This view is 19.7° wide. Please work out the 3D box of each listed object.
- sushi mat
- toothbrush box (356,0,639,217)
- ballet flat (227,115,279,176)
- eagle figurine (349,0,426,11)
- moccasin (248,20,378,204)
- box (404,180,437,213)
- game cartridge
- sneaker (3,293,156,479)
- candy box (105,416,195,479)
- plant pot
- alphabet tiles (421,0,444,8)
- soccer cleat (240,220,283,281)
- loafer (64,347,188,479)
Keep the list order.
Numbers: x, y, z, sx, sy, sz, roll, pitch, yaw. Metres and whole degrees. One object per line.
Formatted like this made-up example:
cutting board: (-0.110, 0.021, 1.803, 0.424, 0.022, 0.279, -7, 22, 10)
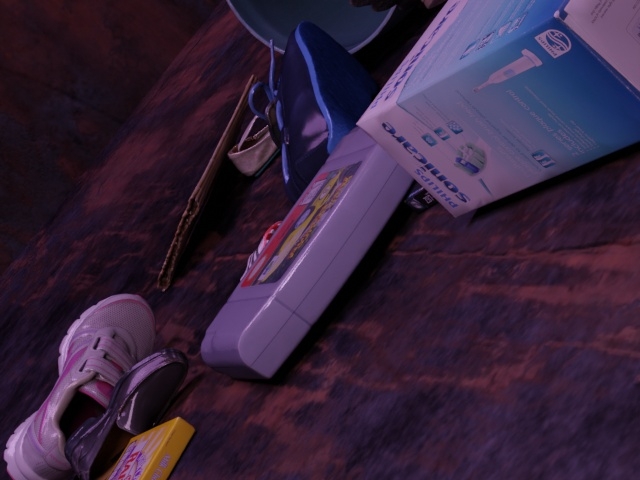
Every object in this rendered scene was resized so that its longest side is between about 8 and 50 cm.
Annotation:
sushi mat: (-0.142, -0.078, 2.380, 0.316, 0.019, 0.151, -69, 4, -54)
toothbrush box: (0.191, -0.162, 1.451, 0.216, 0.126, 0.295, -54, 16, -28)
ballet flat: (-0.050, -0.149, 2.303, 0.168, 0.052, 0.057, -47, 15, 12)
eagle figurine: (0.133, -0.334, 1.772, 0.225, 0.226, 0.298, 35, 99, 52)
moccasin: (-0.017, -0.145, 2.030, 0.117, 0.138, 0.342, -50, 13, 18)
box: (0.117, -0.066, 1.657, 0.083, 0.018, 0.067, -32, 23, 52)
game cartridge: (0.000, 0.000, 1.737, 0.294, 0.060, 0.196, -55, 15, -13)
sneaker: (-0.240, 0.163, 2.016, 0.111, 0.103, 0.252, -22, 37, 53)
candy box: (-0.197, 0.263, 1.752, 0.105, 0.027, 0.206, -26, 28, 51)
plant pot: (0.034, -0.382, 2.267, 0.293, 0.293, 0.196, -38, -8, 38)
alphabet tiles: (0.221, -0.302, 1.700, 0.284, 0.021, 0.278, -31, -5, -12)
soccer cleat: (-0.059, 0.014, 1.966, 0.035, 0.029, 0.083, -19, 38, 56)
loafer: (-0.191, 0.185, 1.894, 0.170, 0.062, 0.061, -50, 36, 11)
